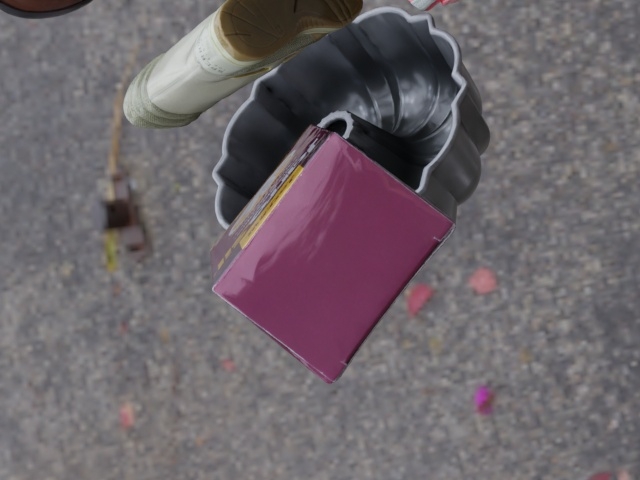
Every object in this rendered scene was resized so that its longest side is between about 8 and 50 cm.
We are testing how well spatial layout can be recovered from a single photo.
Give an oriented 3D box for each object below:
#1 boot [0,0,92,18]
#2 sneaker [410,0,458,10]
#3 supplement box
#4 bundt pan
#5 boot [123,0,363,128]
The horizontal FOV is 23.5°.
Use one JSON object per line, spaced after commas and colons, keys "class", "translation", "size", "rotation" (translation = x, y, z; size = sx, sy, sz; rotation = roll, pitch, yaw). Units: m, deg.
{"class": "boot", "translation": [-0.325, -0.380, 1.707], "size": [0.280, 0.264, 0.096], "rotation": [-51, 40, 44]}
{"class": "sneaker", "translation": [0.150, -0.287, 1.559], "size": [0.136, 0.116, 0.314], "rotation": [-57, 14, 1]}
{"class": "supplement box", "translation": [0.000, 0.000, 0.850], "size": [0.104, 0.081, 0.188], "rotation": [-52, 7, 2]}
{"class": "bundt pan", "translation": [0.047, -0.091, 1.704], "size": [0.331, 0.124, 0.331], "rotation": [-22, 49, 28]}
{"class": "boot", "translation": [-0.069, -0.176, 1.378], "size": [0.165, 0.213, 0.077], "rotation": [-32, 93, 41]}
